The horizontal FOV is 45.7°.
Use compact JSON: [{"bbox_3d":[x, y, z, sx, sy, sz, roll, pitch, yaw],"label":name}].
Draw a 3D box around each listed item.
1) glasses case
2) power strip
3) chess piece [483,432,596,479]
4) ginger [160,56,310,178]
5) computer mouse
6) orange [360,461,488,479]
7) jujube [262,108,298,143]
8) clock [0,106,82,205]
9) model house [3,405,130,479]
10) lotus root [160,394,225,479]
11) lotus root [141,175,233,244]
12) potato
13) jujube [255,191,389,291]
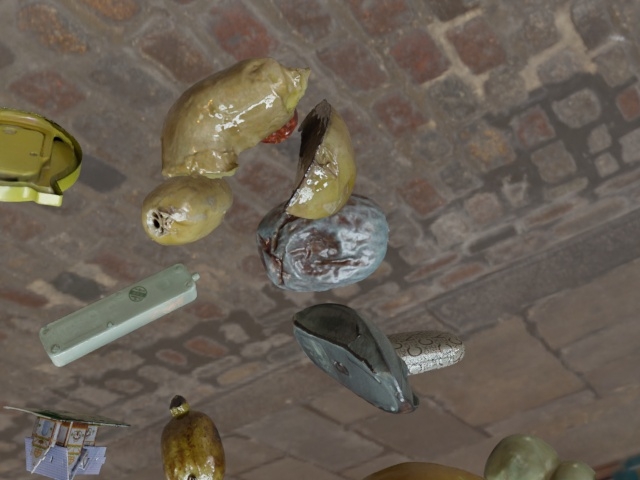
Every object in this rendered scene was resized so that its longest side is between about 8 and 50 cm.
[{"bbox_3d":[0.189,0.286,1.898,0.355,0.137,0.085,-7,106,-18],"label":"glasses case"},{"bbox_3d":[-0.455,0.165,1.773,0.385,0.091,0.062,-26,147,-19],"label":"power strip"},{"bbox_3d":[0.308,0.322,0.900,0.133,0.243,0.133,-41,148,-34],"label":"chess piece"},{"bbox_3d":[-0.134,-0.187,1.141,0.267,0.152,0.138,-46,168,-2],"label":"ginger"},{"bbox_3d":[0.080,0.220,1.524,0.114,0.374,0.203,-38,121,-20],"label":"computer mouse"},{"bbox_3d":[0.110,0.339,0.689,0.279,0.279,0.235,30,102,-45],"label":"orange"},{"bbox_3d":[-0.105,-0.231,1.384,0.109,0.112,0.176,-38,165,21],"label":"jujube"},{"bbox_3d":[-0.593,-0.152,1.423,0.277,0.293,0.071,11,124,-13],"label":"clock"},{"bbox_3d":[-0.374,0.296,1.106,0.117,0.088,0.167,5,168,26],"label":"model house"},{"bbox_3d":[-0.345,0.571,2.057,0.170,0.313,0.141,-18,161,10],"label":"lotus root"},{"bbox_3d":[-0.307,-0.087,1.834,0.169,0.152,0.343,-54,174,23],"label":"lotus root"},{"bbox_3d":[0.023,-0.130,1.178,0.100,0.261,0.120,30,124,-16],"label":"potato"},{"bbox_3d":[-0.002,0.000,1.824,0.308,0.215,0.246,1,111,-13],"label":"jujube"}]
